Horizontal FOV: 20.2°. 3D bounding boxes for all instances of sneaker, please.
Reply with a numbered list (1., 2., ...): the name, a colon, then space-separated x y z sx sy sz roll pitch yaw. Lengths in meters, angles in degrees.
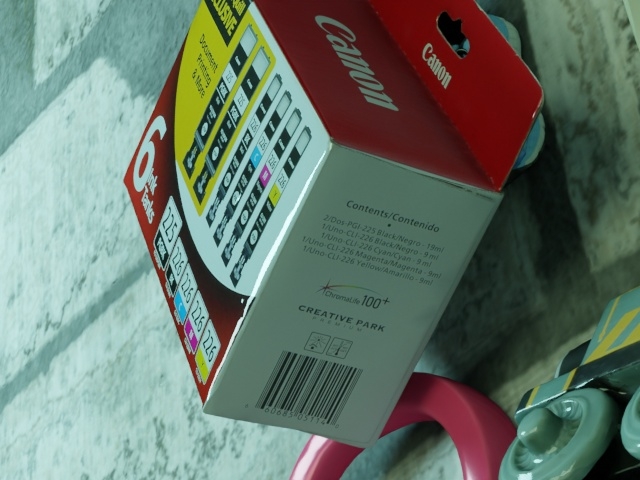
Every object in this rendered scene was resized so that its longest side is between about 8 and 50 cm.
1. sneaker: 0.104 -0.100 1.245 0.063 0.073 0.162 -42 41 32

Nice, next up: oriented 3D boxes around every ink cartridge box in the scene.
1. ink cartridge box: -0.005 -0.065 1.219 0.272 0.130 0.309 -64 27 22

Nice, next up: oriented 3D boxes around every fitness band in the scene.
1. fitness band: 0.054 0.226 1.151 0.209 0.054 0.291 -30 49 38

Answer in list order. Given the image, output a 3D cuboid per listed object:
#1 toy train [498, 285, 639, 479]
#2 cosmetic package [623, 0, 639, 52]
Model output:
1. toy train: 0.230 0.070 0.910 0.334 0.142 0.190 -32 18 46
2. cosmetic package: 0.248 -0.171 1.016 0.160 0.113 0.309 -24 49 17
